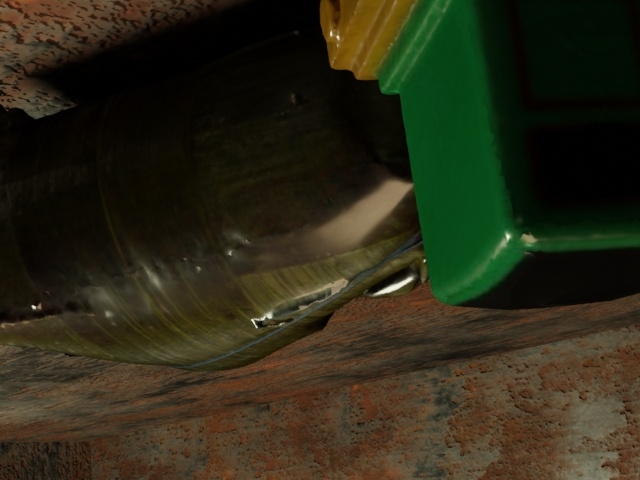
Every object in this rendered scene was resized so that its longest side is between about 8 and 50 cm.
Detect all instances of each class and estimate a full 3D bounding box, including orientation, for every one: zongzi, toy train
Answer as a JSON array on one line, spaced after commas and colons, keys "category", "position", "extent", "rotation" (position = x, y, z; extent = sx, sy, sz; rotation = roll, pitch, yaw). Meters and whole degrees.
[{"category": "zongzi", "position": [0.000, 0.000, 0.879], "extent": [0.403, 0.208, 0.432], "rotation": [-15, 156, 28]}, {"category": "toy train", "position": [0.185, -0.099, 0.530], "extent": [0.429, 0.249, 0.178], "rotation": [-2, 165, -11]}]
